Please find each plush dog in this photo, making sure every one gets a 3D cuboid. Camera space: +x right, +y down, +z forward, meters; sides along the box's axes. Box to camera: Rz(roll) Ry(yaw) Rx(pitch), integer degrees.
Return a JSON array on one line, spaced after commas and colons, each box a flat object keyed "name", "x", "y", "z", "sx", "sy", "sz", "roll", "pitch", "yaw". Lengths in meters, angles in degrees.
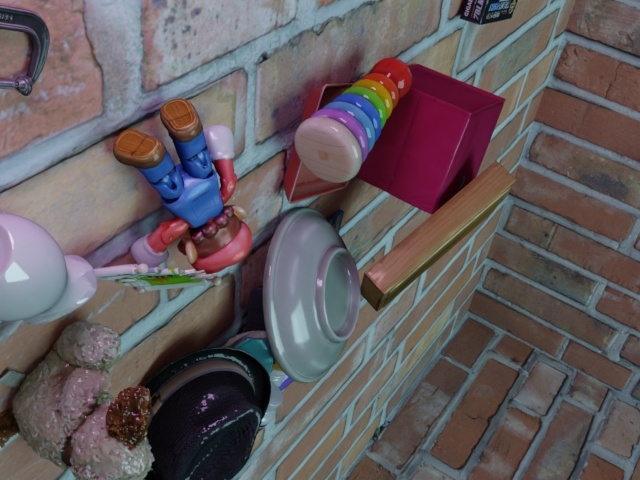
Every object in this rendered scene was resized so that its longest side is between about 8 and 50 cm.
[{"name": "plush dog", "x": -0.349, "y": 0.288, "z": 1.058, "sx": 0.211, "sy": 0.226, "sz": 0.262, "roll": -37, "pitch": 147, "yaw": -47}]

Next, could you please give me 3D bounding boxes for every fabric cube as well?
[{"name": "fabric cube", "x": 0.257, "y": -0.254, "z": 1.706, "sx": 0.254, "sy": 0.259, "sz": 0.258, "roll": -27, "pitch": 140, "yaw": -54}]

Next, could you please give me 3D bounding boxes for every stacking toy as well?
[{"name": "stacking toy", "x": 0.090, "y": -0.260, "z": 1.395, "sx": 0.330, "sy": 0.141, "sz": 0.141, "roll": -50, "pitch": 155, "yaw": -36}]

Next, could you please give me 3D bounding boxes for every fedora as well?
[{"name": "fedora", "x": -0.222, "y": 0.381, "z": 1.386, "sx": 0.334, "sy": 0.152, "sz": 0.333, "roll": -13, "pitch": 120, "yaw": -25}]

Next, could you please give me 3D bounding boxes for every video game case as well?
[{"name": "video game case", "x": 0.000, "y": 0.000, "z": 1.765, "sx": 0.166, "sy": 0.015, "sz": 0.119, "roll": -34, "pitch": 144, "yaw": -49}]

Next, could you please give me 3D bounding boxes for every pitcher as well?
[{"name": "pitcher", "x": -0.392, "y": 0.060, "z": 0.868, "sx": 0.178, "sy": 0.125, "sz": 0.207, "roll": -42, "pitch": 166, "yaw": -9}]

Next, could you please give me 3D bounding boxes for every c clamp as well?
[{"name": "c clamp", "x": -0.363, "y": -0.189, "z": 0.757, "sx": 0.161, "sy": 0.022, "sz": 0.137, "roll": -23, "pitch": 131, "yaw": -55}]

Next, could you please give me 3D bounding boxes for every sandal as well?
[{"name": "sandal", "x": -0.136, "y": 0.222, "z": 1.616, "sx": 0.054, "sy": 0.097, "sz": 0.254, "roll": -21, "pitch": 134, "yaw": -59}]

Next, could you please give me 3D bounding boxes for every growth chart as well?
[{"name": "growth chart", "x": -0.268, "y": 0.058, "z": 1.086, "sx": 0.237, "sy": 0.172, "sz": 0.021, "roll": 24, "pitch": 61, "yaw": -69}]

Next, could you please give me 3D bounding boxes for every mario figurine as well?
[{"name": "mario figurine", "x": -0.221, "y": -0.072, "z": 1.115, "sx": 0.320, "sy": 0.198, "sz": 0.170, "roll": 75, "pitch": 6, "yaw": -49}]

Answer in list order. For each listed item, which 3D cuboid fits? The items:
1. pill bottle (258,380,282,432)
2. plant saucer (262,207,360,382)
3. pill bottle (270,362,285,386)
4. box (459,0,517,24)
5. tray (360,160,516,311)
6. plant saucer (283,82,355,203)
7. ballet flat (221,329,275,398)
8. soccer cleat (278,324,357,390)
[{"name": "pill bottle", "x": -0.174, "y": 0.414, "z": 1.675, "sx": 0.184, "sy": 0.103, "sz": 0.103, "roll": -47, "pitch": 165, "yaw": 26}, {"name": "plant saucer", "x": 0.007, "y": 0.123, "z": 1.588, "sx": 0.400, "sy": 0.101, "sz": 0.400, "roll": -1, "pitch": 90, "yaw": -65}, {"name": "pill bottle", "x": -0.096, "y": 0.244, "z": 1.702, "sx": 0.117, "sy": 0.117, "sz": 0.214, "roll": -9, "pitch": 124, "yaw": -63}, {"name": "box", "x": 0.501, "y": -0.748, "z": 1.912, "sx": 0.296, "sy": 0.073, "sz": 0.293, "roll": -31, "pitch": 143, "yaw": -52}, {"name": "tray", "x": 0.273, "y": -0.004, "z": 1.667, "sx": 0.411, "sy": 0.076, "sz": 0.203, "roll": -39, "pitch": 167, "yaw": -11}, {"name": "plant saucer", "x": 0.017, "y": -0.221, "z": 1.506, "sx": 0.258, "sy": 0.048, "sz": 0.258, "roll": -22, "pitch": 135, "yaw": -57}, {"name": "ballet flat", "x": -0.225, "y": 0.354, "z": 1.560, "sx": 0.147, "sy": 0.147, "sz": 0.408, "roll": -3, "pitch": 121, "yaw": -65}, {"name": "soccer cleat", "x": -0.025, "y": 0.299, "z": 1.920, "sx": 0.318, "sy": 0.117, "sz": 0.108, "roll": -49, "pitch": 155, "yaw": -29}]
